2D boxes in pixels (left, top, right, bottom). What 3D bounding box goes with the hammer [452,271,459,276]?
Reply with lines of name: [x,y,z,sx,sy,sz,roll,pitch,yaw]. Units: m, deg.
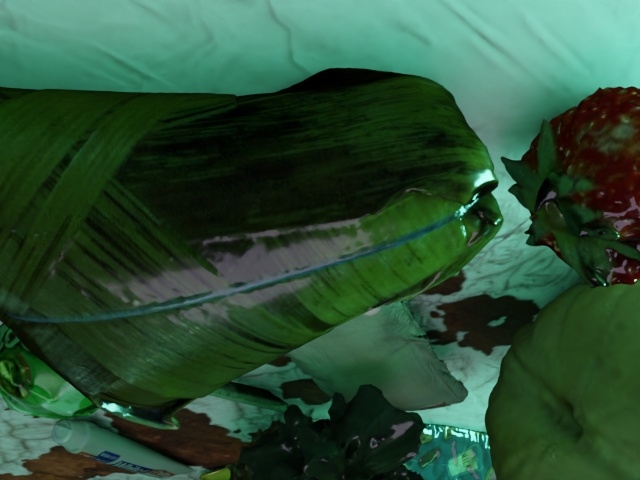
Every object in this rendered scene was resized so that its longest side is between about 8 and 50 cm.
hammer: [0.000,0.000,0.515,0.195,0.060,0.028,0,144,-5]

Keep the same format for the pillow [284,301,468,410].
pillow: [0.040,0.100,0.657,0.128,0.050,0.229,-11,144,23]

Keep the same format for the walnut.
walnut: [0.304,0.156,0.601,0.333,0.332,0.332,-6,144,-4]

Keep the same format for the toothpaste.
toothpaste: [-0.208,0.230,0.800,0.052,0.033,0.218,-15,148,16]

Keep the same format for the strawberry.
strawberry: [0.197,-0.044,0.451,0.148,0.131,0.131,-42,141,-6]

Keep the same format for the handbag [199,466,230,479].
handbag: [-0.109,0.305,0.925,0.061,0.027,0.083,-19,148,7]

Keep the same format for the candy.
candy: [-0.128,0.120,0.643,0.097,0.097,0.323,-30,147,26]

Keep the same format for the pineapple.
pineapple: [0.006,0.221,0.709,0.170,0.141,0.310,19,148,-7]

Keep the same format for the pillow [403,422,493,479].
pillow: [0.112,0.339,0.891,0.189,0.034,0.255,12,96,-24]

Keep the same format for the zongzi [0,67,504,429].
zongzi: [-0.088,-0.047,0.380,0.286,0.138,0.300,-30,126,17]
